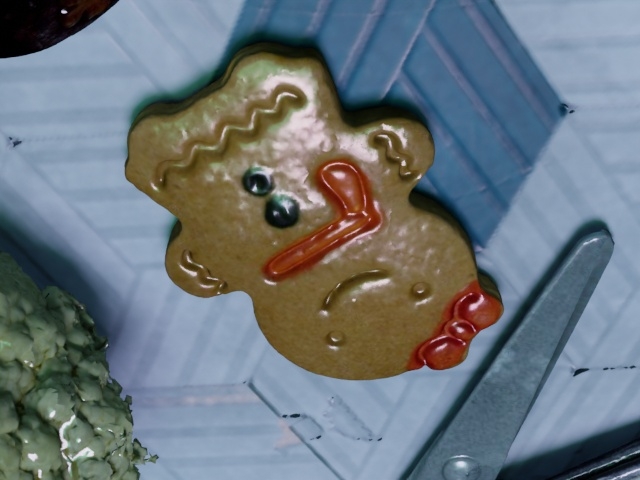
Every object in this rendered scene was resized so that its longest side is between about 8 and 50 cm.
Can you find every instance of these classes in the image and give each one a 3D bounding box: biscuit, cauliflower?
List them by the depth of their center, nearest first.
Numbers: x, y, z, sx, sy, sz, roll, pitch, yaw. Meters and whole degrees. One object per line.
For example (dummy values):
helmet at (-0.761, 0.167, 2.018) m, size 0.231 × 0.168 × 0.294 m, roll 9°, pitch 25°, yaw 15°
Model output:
biscuit at (0.000, 0.000, 0.672) m, size 0.166 × 0.036 × 0.225 m, roll -28°, pitch 119°, yaw 17°
cauliflower at (-0.242, 0.118, 0.681) m, size 0.272 × 0.275 × 0.250 m, roll -29°, pitch 165°, yaw -15°

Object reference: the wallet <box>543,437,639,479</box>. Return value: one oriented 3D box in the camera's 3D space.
wallet at (0.222, 0.182, 0.771) m, size 0.222 × 0.036 × 0.167 m, roll -25°, pitch 121°, yaw 8°

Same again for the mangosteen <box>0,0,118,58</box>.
mangosteen at (-0.141, -0.155, 0.529) m, size 0.137 × 0.137 × 0.151 m, roll -43°, pitch 80°, yaw 26°

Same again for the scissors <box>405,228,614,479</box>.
scissors at (0.072, 0.169, 0.784) m, size 0.193 × 0.029 × 0.447 m, roll 19°, pitch 122°, yaw -11°
